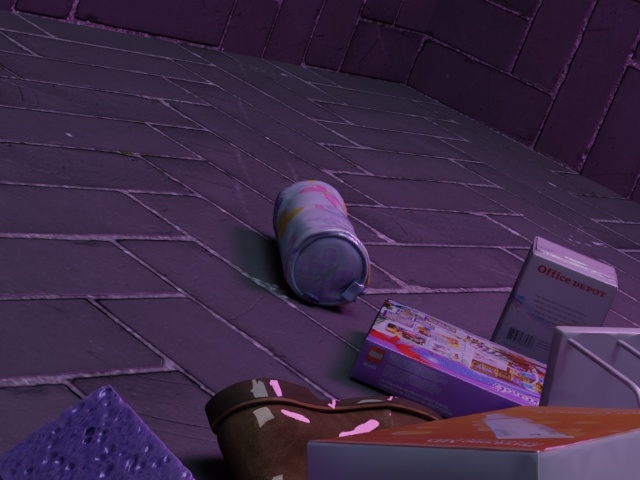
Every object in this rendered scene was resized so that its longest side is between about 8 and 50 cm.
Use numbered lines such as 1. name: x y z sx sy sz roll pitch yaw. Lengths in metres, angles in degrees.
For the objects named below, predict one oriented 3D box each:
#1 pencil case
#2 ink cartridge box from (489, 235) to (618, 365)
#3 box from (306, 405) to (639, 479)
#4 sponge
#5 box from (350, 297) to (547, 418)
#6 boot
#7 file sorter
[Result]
1. pencil case: 0.000 0.000 1.943 0.124 0.113 0.273 26 13 -16
2. ink cartridge box: 0.327 0.104 1.902 0.128 0.176 0.127 23 15 5
3. box: 0.178 0.235 1.127 0.215 0.168 0.345 -4 -3 38
4. sponge: -0.161 0.204 1.050 0.117 0.031 0.210 -35 43 -18
5. box: 0.194 0.176 1.702 0.293 0.057 0.201 23 15 5
6. boot: 0.021 0.216 1.322 0.305 0.112 0.115 12 47 -44
7. file sorter: 0.397 0.215 1.467 0.278 0.192 0.173 3 17 -23
